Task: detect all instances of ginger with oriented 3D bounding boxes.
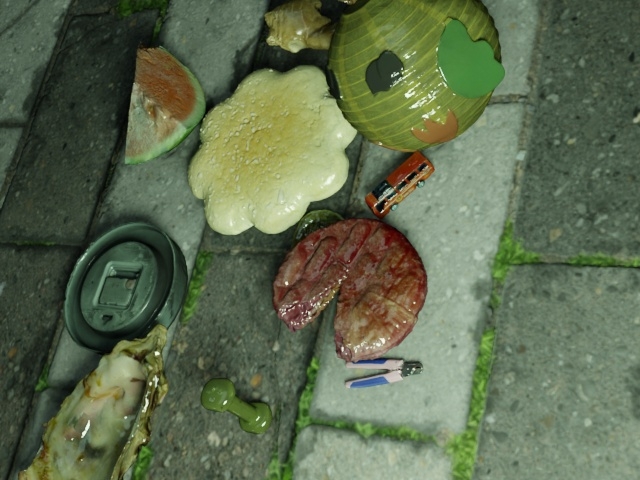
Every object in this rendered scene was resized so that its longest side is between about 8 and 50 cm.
[{"bbox_3d":[-0.010,-0.355,1.606,0.165,0.067,0.096,10,71,19],"label":"ginger"}]

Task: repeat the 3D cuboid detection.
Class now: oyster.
[{"bbox_3d":[-0.327,0.289,1.446,0.221,0.096,0.361,8,70,38],"label":"oyster"}]

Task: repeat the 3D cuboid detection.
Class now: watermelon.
[{"bbox_3d":[-0.284,-0.218,1.683,0.146,0.128,0.231,-55,27,33],"label":"watermelon"}]

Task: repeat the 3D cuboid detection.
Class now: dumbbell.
[{"bbox_3d":[-0.113,0.226,1.336,0.052,0.118,0.046,-1,62,31],"label":"dumbbell"}]

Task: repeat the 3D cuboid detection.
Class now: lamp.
[{"bbox_3d":[0.116,-0.264,1.347,0.250,0.284,0.250,-33,24,17],"label":"lamp"}]

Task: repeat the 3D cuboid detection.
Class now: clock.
[{"bbox_3d":[-0.312,0.079,1.571,0.226,0.049,0.226,-13,61,25],"label":"clock"}]

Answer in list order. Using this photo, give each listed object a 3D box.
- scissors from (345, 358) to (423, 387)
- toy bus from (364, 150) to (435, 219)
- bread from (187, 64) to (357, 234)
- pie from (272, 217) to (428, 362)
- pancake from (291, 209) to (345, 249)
[{"bbox_3d":[0.085,0.175,1.314,0.113,0.012,0.039,-10,62,25],"label":"scissors"},{"bbox_3d":[0.113,-0.080,1.406,0.110,0.043,0.031,-42,53,5],"label":"toy bus"},{"bbox_3d":[-0.085,-0.151,1.552,0.316,0.054,0.316,-12,63,25],"label":"bread"},{"bbox_3d":[0.044,0.066,1.352,0.204,0.054,0.219,-44,56,-5],"label":"pie"},{"bbox_3d":[0.001,0.000,1.448,0.108,0.017,0.108,-13,64,27],"label":"pancake"}]
